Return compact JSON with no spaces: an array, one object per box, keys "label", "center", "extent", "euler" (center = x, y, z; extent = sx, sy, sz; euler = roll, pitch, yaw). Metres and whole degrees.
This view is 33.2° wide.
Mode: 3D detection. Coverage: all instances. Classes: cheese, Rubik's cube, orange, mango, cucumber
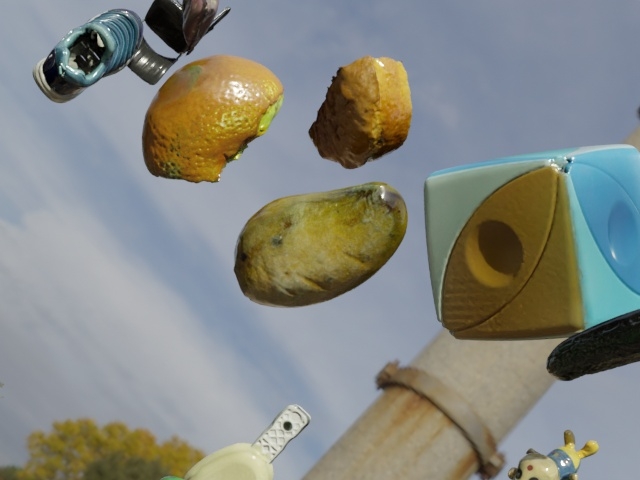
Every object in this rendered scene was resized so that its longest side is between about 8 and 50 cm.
[{"label":"cheese","center":[-0.105,0.344,1.692],"extent":[0.127,0.235,0.050],"euler":[41,15,3]},{"label":"Rubik's cube","center":[0.437,0.000,2.119],"extent":[0.347,0.351,0.352],"euler":[-6,-84,42]},{"label":"orange","center":[-0.249,-0.272,2.281],"extent":[0.196,0.334,0.262],"euler":[46,10,-24]},{"label":"mango","center":[0.002,0.004,1.780],"extent":[0.329,0.175,0.176],"euler":[-19,-34,19]},{"label":"cucumber","center":[0.425,0.159,1.603],"extent":[0.074,0.074,0.241],"euler":[49,-38,-8]}]

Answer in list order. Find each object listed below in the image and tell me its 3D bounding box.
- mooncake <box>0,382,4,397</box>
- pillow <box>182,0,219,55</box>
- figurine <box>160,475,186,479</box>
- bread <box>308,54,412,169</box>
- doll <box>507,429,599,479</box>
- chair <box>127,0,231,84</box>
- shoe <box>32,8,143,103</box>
[{"label":"mooncake","center":[-0.532,0.370,1.881],"extent":[0.347,0.150,0.057],"euler":[48,-61,12]},{"label":"pillow","center":[-0.169,-0.355,1.526],"extent":[0.043,0.185,0.118],"euler":[14,-36,-19]},{"label":"figurine","center":[-0.113,0.338,1.051],"extent":[0.222,0.124,0.324],"euler":[33,-28,-17]},{"label":"bread","center":[0.075,-0.200,1.840],"extent":[0.134,0.129,0.260],"euler":[70,-24,16]},{"label":"doll","center":[0.365,0.370,1.723],"extent":[0.102,0.179,0.089],"euler":[21,-35,44]},{"label":"chair","center":[-0.332,-0.468,2.359],"extent":[0.140,0.221,0.145],"euler":[43,-32,-10]},{"label":"shoe","center":[-0.340,-0.290,1.633],"extent":[0.106,0.207,0.091],"euler":[-21,-69,49]}]
